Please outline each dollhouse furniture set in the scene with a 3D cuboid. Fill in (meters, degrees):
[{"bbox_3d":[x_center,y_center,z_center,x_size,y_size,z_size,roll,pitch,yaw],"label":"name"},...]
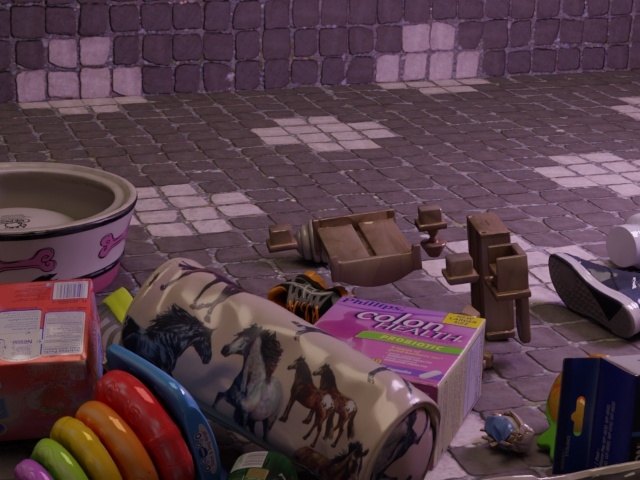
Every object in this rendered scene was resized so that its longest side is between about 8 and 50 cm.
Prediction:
[{"bbox_3d":[0.195,0.139,1.936,0.081,0.114,0.091,6,21,25],"label":"dollhouse furniture set"},{"bbox_3d":[0.113,0.079,2.063,0.356,0.173,0.303,-8,19,-5],"label":"dollhouse furniture set"}]

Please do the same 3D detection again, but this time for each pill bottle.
[{"bbox_3d":[0.599,-0.003,2.397,0.184,0.103,0.103,-11,22,-32],"label":"pill bottle"}]

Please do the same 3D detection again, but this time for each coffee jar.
[{"bbox_3d":[-0.079,0.306,1.443,0.079,0.096,0.184,-6,17,16],"label":"coffee jar"}]

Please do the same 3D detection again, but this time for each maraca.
[{"bbox_3d":[0.348,0.218,1.744,0.127,0.099,0.185,-4,36,34],"label":"maraca"}]

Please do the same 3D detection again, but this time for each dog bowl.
[{"bbox_3d":[-0.510,-0.008,2.258,0.408,0.150,0.408,2,19,-1],"label":"dog bowl"}]

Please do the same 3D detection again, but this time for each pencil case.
[{"bbox_3d":[-0.053,0.180,1.606,0.410,0.160,0.183,27,72,26],"label":"pencil case"}]

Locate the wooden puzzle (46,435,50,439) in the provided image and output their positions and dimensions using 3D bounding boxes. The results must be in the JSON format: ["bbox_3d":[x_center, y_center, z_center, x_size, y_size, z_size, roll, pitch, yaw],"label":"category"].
[{"bbox_3d":[-0.294,0.249,1.726,0.116,0.014,0.078,-3,15,-14],"label":"wooden puzzle"}]

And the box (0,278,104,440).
[{"bbox_3d":[-0.430,0.156,1.701,0.300,0.142,0.154,-4,41,-3],"label":"box"}]

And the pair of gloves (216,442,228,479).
[{"bbox_3d":[-0.196,0.283,1.620,0.198,0.023,0.159,3,20,6],"label":"pair of gloves"}]

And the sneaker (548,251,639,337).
[{"bbox_3d":[0.488,0.069,2.179,0.163,0.086,0.226,-20,36,-24],"label":"sneaker"}]

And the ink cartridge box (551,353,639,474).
[{"bbox_3d":[0.453,0.218,1.640,0.333,0.165,0.065,-3,20,-10],"label":"ink cartridge box"}]

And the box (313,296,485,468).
[{"bbox_3d":[0.086,0.181,1.793,0.214,0.117,0.243,8,19,20],"label":"box"}]

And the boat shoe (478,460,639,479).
[{"bbox_3d":[0.293,0.306,1.516,0.335,0.095,0.112,-3,-17,-23],"label":"boat shoe"}]

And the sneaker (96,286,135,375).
[{"bbox_3d":[-0.272,0.170,1.858,0.121,0.111,0.300,-25,27,-16],"label":"sneaker"}]

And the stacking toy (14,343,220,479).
[{"bbox_3d":[-0.274,0.265,1.474,0.302,0.175,0.166,-31,36,-29],"label":"stacking toy"}]

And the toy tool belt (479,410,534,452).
[{"bbox_3d":[0.230,0.242,1.727,0.051,0.052,0.083,0,16,-32],"label":"toy tool belt"}]

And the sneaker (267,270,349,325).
[{"bbox_3d":[-0.010,0.108,2.074,0.083,0.084,0.215,-14,16,-22],"label":"sneaker"}]

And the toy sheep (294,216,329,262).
[{"bbox_3d":[0.000,0.000,2.378,0.132,0.091,0.091,-13,19,1],"label":"toy sheep"}]
